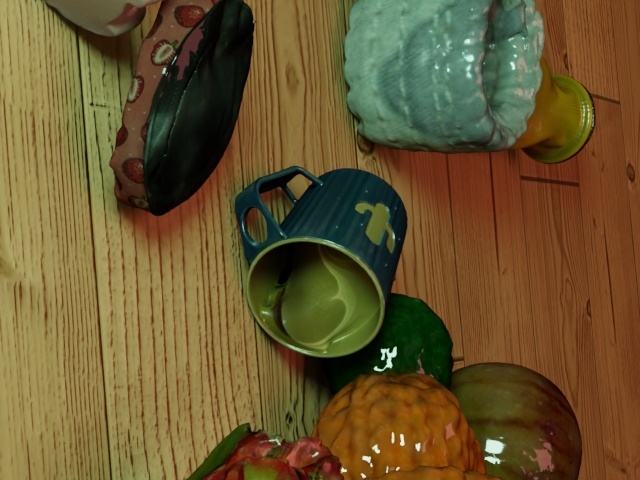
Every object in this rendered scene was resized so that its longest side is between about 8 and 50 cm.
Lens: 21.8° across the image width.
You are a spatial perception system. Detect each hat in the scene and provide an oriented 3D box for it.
[{"bbox_3d":[0.088,0.216,1.524,0.285,0.285,0.400,41,45,-53],"label":"hat"}]

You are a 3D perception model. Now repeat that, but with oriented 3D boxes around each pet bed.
[{"bbox_3d":[-0.108,-0.115,1.357,0.201,0.053,0.201,22,90,-76],"label":"pet bed"}]

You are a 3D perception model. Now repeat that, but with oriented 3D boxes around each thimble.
[{"bbox_3d":[0.134,-0.201,1.806,0.250,0.172,0.205,-61,141,-45],"label":"thimble"}]

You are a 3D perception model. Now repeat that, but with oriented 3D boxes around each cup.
[{"bbox_3d":[0.000,0.000,1.563,0.176,0.131,0.155,47,33,-12],"label":"cup"}]

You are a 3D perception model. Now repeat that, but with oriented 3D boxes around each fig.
[{"bbox_3d":[0.165,0.239,1.744,0.235,0.214,0.235,175,-90,-85],"label":"fig"}]

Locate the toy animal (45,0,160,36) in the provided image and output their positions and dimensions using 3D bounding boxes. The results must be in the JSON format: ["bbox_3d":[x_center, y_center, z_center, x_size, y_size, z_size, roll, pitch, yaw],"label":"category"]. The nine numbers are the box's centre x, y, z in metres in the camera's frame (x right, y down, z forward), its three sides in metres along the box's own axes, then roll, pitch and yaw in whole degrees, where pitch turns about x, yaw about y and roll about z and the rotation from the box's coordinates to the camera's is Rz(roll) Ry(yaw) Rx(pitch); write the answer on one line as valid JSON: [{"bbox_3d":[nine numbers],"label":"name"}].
[{"bbox_3d":[-0.155,-0.275,1.306,0.124,0.124,0.212,44,50,-52],"label":"toy animal"}]

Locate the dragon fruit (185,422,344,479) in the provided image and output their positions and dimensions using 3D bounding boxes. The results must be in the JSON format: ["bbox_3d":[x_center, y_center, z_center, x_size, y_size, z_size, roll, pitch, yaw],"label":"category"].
[{"bbox_3d":[-0.060,0.292,1.241,0.231,0.237,0.303,59,44,-46],"label":"dragon fruit"}]

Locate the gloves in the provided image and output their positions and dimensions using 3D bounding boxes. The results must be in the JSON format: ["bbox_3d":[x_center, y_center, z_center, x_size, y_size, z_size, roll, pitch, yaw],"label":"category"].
[{"bbox_3d":[0.229,-0.172,2.067,0.294,0.116,0.133,10,68,-56],"label":"gloves"}]
